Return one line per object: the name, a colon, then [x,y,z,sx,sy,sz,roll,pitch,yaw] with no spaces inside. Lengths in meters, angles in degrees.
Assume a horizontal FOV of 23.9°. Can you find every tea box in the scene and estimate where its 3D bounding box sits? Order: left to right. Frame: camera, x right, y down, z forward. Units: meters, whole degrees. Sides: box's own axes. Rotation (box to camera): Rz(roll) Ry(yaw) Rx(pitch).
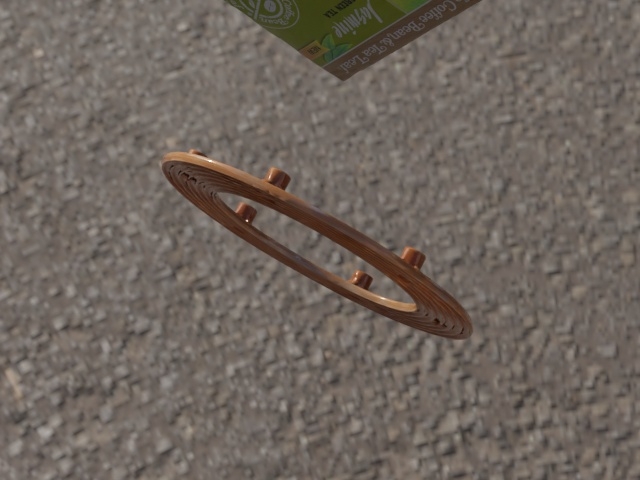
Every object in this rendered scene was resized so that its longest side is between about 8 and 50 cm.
tea box: [0.022,-0.396,1.729,0.329,0.323,0.220,-24,39,57]

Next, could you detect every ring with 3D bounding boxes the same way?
ring: [0.000,0.000,1.441,0.336,0.336,0.032,23,79,32]
